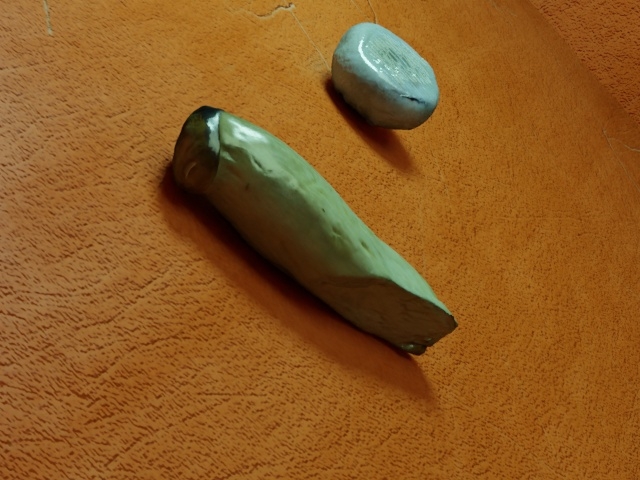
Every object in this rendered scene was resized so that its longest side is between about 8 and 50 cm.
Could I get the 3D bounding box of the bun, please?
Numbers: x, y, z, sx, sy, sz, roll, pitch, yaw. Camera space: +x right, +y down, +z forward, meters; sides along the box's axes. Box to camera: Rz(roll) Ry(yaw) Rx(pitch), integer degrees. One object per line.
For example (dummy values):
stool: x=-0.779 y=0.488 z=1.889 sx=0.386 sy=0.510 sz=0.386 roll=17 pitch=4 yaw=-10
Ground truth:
bun: x=0.068 y=-0.181 z=1.968 sx=0.141 sy=0.083 sz=0.141 roll=32 pitch=31 yaw=-22

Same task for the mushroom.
mushroom: x=0.000 y=0.002 z=1.476 sx=0.333 sy=0.087 sz=0.107 roll=42 pitch=20 yaw=-25
